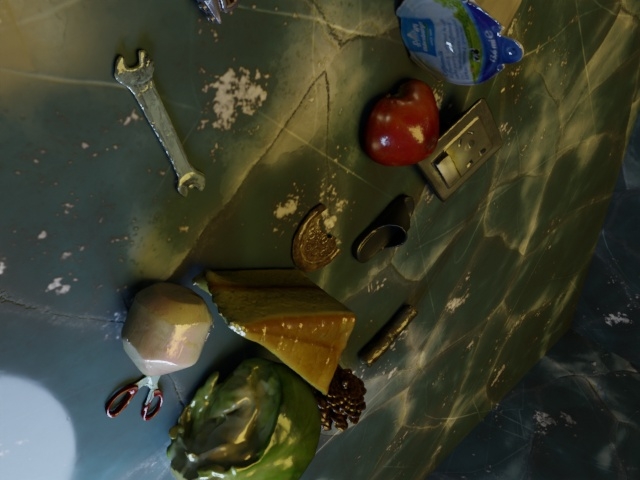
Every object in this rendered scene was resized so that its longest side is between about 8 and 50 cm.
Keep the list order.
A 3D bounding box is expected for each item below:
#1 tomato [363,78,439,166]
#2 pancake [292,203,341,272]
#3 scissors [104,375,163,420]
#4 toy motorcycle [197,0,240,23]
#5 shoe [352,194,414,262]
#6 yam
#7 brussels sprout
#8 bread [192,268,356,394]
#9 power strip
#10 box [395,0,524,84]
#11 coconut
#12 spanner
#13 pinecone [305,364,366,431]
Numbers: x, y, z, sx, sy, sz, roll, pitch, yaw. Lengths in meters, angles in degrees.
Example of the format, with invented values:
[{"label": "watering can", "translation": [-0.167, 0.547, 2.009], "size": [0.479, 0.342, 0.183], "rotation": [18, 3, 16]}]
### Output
[{"label": "tomato", "translation": [0.222, -0.271, 1.400], "size": [0.233, 0.139, 0.200], "rotation": [-42, 147, -21]}, {"label": "pancake", "translation": [0.000, 0.000, 1.445], "size": [0.190, 0.020, 0.184], "rotation": [12, 106, -52]}, {"label": "scissors", "translation": [-0.356, 0.281, 1.249], "size": [0.248, 0.017, 0.144], "rotation": [-59, 144, -1]}, {"label": "toy motorcycle", "translation": [-0.196, -0.417, 0.870], "size": [0.122, 0.080, 0.215], "rotation": [-52, 147, -7]}, {"label": "shoe", "translation": [0.199, -0.017, 1.599], "size": [0.241, 0.093, 0.108], "rotation": [-42, 140, -17]}, {"label": "yam", "translation": [0.227, 0.315, 1.902], "size": [0.253, 0.061, 0.061], "rotation": [-45, 142, -17]}, {"label": "brussels sprout", "translation": [-0.172, 0.478, 1.385], "size": [0.371, 0.276, 0.315], "rotation": [-39, 136, -22]}, {"label": "bread", "translation": [-0.135, 0.199, 1.269], "size": [0.361, 0.233, 0.245], "rotation": [5, 113, -45]}, {"label": "power strip", "translation": [0.386, -0.262, 1.633], "size": [0.251, 0.092, 0.257], "rotation": [-48, 144, 2]}, {"label": "box", "translation": [0.349, -0.510, 1.273], "size": [0.206, 0.291, 0.262], "rotation": [-57, 141, -18]}, {"label": "coconut", "translation": [-0.301, 0.181, 1.119], "size": [0.171, 0.171, 0.183], "rotation": [7, 108, -51]}, {"label": "spanner", "translation": [-0.273, -0.191, 0.997], "size": [0.071, 0.017, 0.302], "rotation": [-39, 139, -22]}, {"label": "pinecone", "translation": [0.029, 0.471, 1.689], "size": [0.207, 0.207, 0.208], "rotation": [-28, 135, -33]}]
